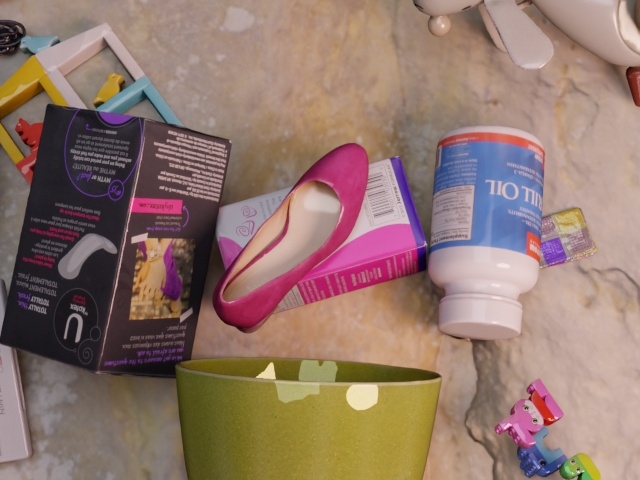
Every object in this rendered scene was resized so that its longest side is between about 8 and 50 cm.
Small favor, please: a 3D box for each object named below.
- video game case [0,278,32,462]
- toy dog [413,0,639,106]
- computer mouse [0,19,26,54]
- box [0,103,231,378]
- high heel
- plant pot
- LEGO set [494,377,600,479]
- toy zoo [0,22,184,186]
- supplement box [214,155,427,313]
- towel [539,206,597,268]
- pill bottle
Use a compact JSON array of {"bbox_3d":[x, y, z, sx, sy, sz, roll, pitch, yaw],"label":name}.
[{"bbox_3d":[-0.454,0.162,1.543,0.227,0.026,0.206,-9,91,3],"label":"video game case"},{"bbox_3d":[0.273,-0.240,1.559,0.333,0.220,0.161,9,106,16],"label":"toy dog"},{"bbox_3d":[-0.453,-0.361,1.718,0.184,0.060,0.262,1,85,2],"label":"computer mouse"},{"bbox_3d":[-0.222,0.002,1.482,0.165,0.143,0.270,12,90,38],"label":"box"},{"bbox_3d":[-0.029,-0.013,1.421,0.082,0.117,0.244,38,82,14],"label":"high heel"},{"bbox_3d":[-0.019,0.277,1.398,0.274,0.275,0.293,3,90,6],"label":"plant pot"},{"bbox_3d":[0.248,0.275,1.438,0.093,0.087,0.227,-27,72,-19],"label":"LEGO set"},{"bbox_3d":[-0.280,-0.133,1.644,0.192,0.030,0.293,-36,73,-6],"label":"toy zoo"},{"bbox_3d":[0.000,0.000,1.534,0.220,0.114,0.111,-15,73,0],"label":"supplement box"},{"bbox_3d":[0.270,-0.002,1.562,0.083,0.009,0.060,-15,73,1],"label":"towel"},{"bbox_3d":[0.184,-0.006,1.512,0.124,0.124,0.221,3,75,6],"label":"pill bottle"}]
